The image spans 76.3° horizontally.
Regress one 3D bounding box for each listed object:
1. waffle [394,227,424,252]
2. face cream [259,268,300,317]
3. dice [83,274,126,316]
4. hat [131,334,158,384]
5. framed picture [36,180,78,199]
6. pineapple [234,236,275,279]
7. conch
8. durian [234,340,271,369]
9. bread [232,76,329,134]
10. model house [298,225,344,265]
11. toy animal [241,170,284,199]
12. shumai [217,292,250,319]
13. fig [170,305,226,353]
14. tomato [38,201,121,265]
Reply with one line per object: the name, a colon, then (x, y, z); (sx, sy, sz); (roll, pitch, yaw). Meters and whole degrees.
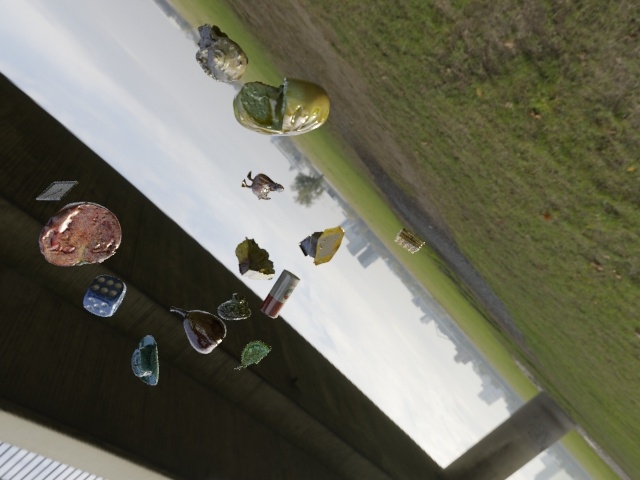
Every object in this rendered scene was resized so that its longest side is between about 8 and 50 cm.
waffle: (0.350, 0.003, 1.618); (0.102, 0.042, 0.148); (37, 176, 6)
face cream: (-0.189, 0.248, 1.903); (0.095, 0.214, 0.096); (32, -177, -2)
dice: (-1.006, 0.258, 1.909); (0.143, 0.146, 0.147); (23, -142, -13)
hat: (-0.678, 0.462, 1.557); (0.077, 0.138, 0.191); (4, -111, -53)
framed picture: (-1.076, -0.204, 1.666); (0.011, 0.148, 0.109); (69, -147, -42)
pineapple: (-0.313, 0.102, 1.927); (0.236, 0.114, 0.186); (48, -143, 0)
conch: (-0.306, -0.597, 1.298); (0.245, 0.162, 0.179); (-66, -36, -62)
durian: (-0.308, 0.524, 1.879); (0.086, 0.215, 0.100); (48, -158, -21)
bread: (-0.131, -0.449, 1.417); (0.333, 0.332, 0.160); (-28, -64, -84)
model house: (0.000, 0.000, 2.086); (0.135, 0.208, 0.219); (27, -150, 32)
toy animal: (-0.230, -0.214, 1.702); (0.178, 0.089, 0.188); (20, 155, 9)
shumai: (-0.325, 0.245, 1.540); (0.123, 0.088, 0.099); (2, -166, -18)
fig: (-0.556, 0.376, 1.825); (0.274, 0.170, 0.145); (38, -156, 2)
tomato: (-0.997, -0.047, 1.689); (0.309, 0.309, 0.170); (43, 179, -43)
